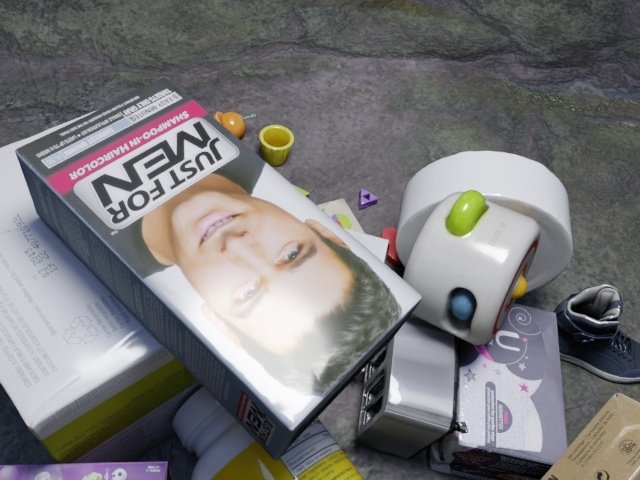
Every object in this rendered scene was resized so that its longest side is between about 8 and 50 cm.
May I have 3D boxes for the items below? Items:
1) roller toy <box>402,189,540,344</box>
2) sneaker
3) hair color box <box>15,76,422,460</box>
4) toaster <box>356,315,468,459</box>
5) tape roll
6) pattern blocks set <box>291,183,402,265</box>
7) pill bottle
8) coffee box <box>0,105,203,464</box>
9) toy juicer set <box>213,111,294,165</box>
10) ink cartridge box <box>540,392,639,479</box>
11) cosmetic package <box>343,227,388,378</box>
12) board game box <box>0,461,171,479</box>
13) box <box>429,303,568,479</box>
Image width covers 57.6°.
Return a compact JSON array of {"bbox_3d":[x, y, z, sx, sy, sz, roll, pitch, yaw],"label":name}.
[{"bbox_3d":[0.217,0.041,0.817,0.146,0.209,0.191,25,94,24],"label":"roller toy"},{"bbox_3d":[0.494,0.158,0.980,0.226,0.163,0.086,16,52,0],"label":"sneaker"},{"bbox_3d":[-0.107,0.012,0.595,0.374,0.113,0.185,41,58,14],"label":"hair color box"},{"bbox_3d":[0.131,0.214,0.859,0.110,0.185,0.168,16,54,-7],"label":"toaster"},{"bbox_3d":[0.273,-0.017,0.991,0.286,0.286,0.100,13,53,-1],"label":"tape roll"},{"bbox_3d":[0.000,0.000,1.087,0.325,0.026,0.285,-32,66,-28],"label":"pattern blocks set"},{"bbox_3d":[-0.044,0.330,0.743,0.188,0.188,0.334,-29,64,-27],"label":"pill bottle"},{"bbox_3d":[-0.275,0.073,0.791,0.338,0.334,0.337,-32,68,-28],"label":"coffee box"},{"bbox_3d":[-0.220,-0.154,1.118,0.209,0.089,0.329,33,56,13],"label":"toy juicer set"},{"bbox_3d":[0.375,0.353,0.767,0.235,0.193,0.088,-39,33,-17],"label":"ink cartridge box"},{"bbox_3d":[0.042,0.100,0.980,0.099,0.060,0.239,17,63,-4],"label":"cosmetic package"},{"bbox_3d":[-0.351,0.315,0.685,0.347,0.208,0.056,3,57,-9],"label":"board game box"},{"bbox_3d":[0.267,0.228,0.900,0.164,0.142,0.247,13,53,-1],"label":"box"}]
